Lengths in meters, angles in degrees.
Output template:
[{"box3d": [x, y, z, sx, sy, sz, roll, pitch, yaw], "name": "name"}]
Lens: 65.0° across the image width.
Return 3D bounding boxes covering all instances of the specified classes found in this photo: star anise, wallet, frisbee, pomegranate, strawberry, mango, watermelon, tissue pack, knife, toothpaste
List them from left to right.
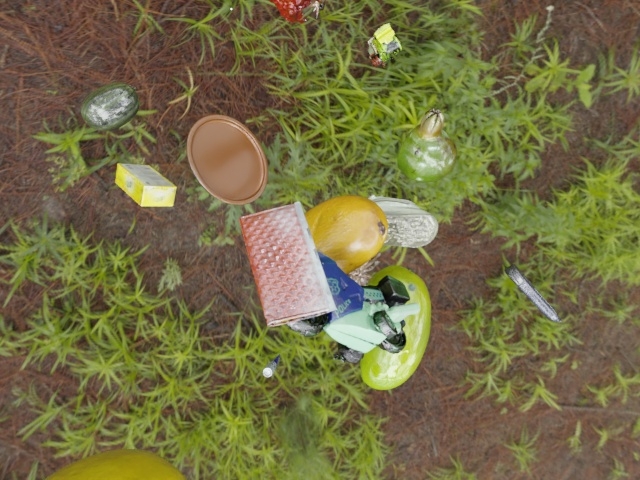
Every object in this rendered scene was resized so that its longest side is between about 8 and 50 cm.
[{"box3d": [-0.376, -0.242, 0.906, 0.111, 0.078, 0.078, -32, 116, -7], "name": "watermelon"}, {"box3d": [-0.483, -0.153, 1.383, 0.095, 0.176, 0.062, -4, 119, -46], "name": "tissue pack"}, {"box3d": [-0.240, -0.211, 1.316, 0.251, 0.251, 0.021, 43, 140, -24], "name": "frisbee"}, {"box3d": [-0.074, 0.196, 0.786, 0.015, 0.083, 0.024, 15, 89, 6], "name": "toothpaste"}, {"box3d": [-0.053, 0.031, 0.754, 0.103, 0.196, 0.020, -13, 149, -12], "name": "wallet"}, {"box3d": [-0.051, -0.745, 1.359, 0.261, 0.261, 0.257, -40, 105, 9], "name": "strawberry"}, {"box3d": [0.004, 0.003, 1.048, 0.295, 0.177, 0.120, -19, 138, 30], "name": "mango"}, {"box3d": [0.094, 0.080, 1.669, 0.292, 0.109, 0.349, -53, 141, -14], "name": "star anise"}, {"box3d": [0.169, 0.202, 1.178, 0.143, 0.175, 0.293, 34, 64, -57], "name": "mango"}, {"box3d": [0.368, -0.300, 1.631, 0.159, 0.190, 0.241, 29, 112, 24], "name": "pomegranate"}, {"box3d": [0.300, 0.078, 0.704, 0.018, 0.031, 0.121, -40, 109, 16], "name": "knife"}]

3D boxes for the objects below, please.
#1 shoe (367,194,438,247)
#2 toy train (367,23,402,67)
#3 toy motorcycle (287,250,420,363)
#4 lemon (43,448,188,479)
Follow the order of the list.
[{"box3d": [0.132, -0.057, 1.293, 0.316, 0.159, 0.124, 1, 123, -6], "name": "shoe"}, {"box3d": [0.162, -0.505, 1.319, 0.053, 0.249, 0.085, -31, 100, 6], "name": "toy train"}, {"box3d": [0.034, 0.105, 0.888, 0.331, 0.196, 0.125, 21, 125, -42], "name": "toy motorcycle"}, {"box3d": [-0.351, 0.518, 0.820, 0.348, 0.348, 0.348, -4, 115, -8], "name": "lemon"}]
